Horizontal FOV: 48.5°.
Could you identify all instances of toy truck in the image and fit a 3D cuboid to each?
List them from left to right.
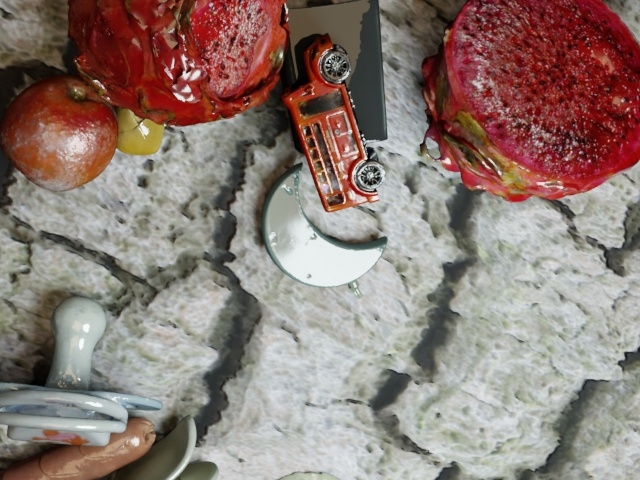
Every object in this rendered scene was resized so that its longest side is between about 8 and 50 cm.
[{"bbox_3d":[0.015,-0.175,1.069,0.114,0.107,0.252,-18,110,6],"label":"toy truck"}]

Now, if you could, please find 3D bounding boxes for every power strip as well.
[{"bbox_3d":[0.000,0.000,1.228,0.253,0.054,0.167,43,92,-15],"label":"power strip"}]

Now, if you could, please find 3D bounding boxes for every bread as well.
[{"bbox_3d":[-0.288,-0.192,1.133,0.082,0.056,0.115,13,97,-13],"label":"bread"}]

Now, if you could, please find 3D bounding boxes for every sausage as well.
[{"bbox_3d":[-0.481,0.401,1.181,0.433,0.088,0.087,-24,103,-7],"label":"sausage"}]

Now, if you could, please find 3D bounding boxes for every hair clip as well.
[{"bbox_3d":[-0.287,0.432,1.194,0.282,0.172,0.113,-44,113,-11],"label":"hair clip"}]

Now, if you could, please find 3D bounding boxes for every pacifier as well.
[{"bbox_3d":[-0.393,0.198,1.116,0.300,0.244,0.232,8,68,-14],"label":"pacifier"}]

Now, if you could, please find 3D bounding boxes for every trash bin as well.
[{"bbox_3d":[0.018,-0.266,1.155,0.165,0.115,0.225,-11,103,-9],"label":"trash bin"}]

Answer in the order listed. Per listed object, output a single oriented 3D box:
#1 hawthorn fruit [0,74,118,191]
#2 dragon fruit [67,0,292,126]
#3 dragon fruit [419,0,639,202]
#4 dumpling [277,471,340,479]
[{"bbox_3d":[-0.385,-0.162,1.064,0.173,0.173,0.172,-2,100,-11],"label":"hawthorn fruit"},{"bbox_3d":[-0.202,-0.306,1.007,0.302,0.295,0.295,12,98,11],"label":"dragon fruit"},{"bbox_3d":[0.325,-0.228,1.146,0.371,0.249,0.386,3,72,-17],"label":"dragon fruit"},{"bbox_3d":[-0.027,0.505,1.286,0.216,0.126,0.166,-27,77,3],"label":"dumpling"}]
